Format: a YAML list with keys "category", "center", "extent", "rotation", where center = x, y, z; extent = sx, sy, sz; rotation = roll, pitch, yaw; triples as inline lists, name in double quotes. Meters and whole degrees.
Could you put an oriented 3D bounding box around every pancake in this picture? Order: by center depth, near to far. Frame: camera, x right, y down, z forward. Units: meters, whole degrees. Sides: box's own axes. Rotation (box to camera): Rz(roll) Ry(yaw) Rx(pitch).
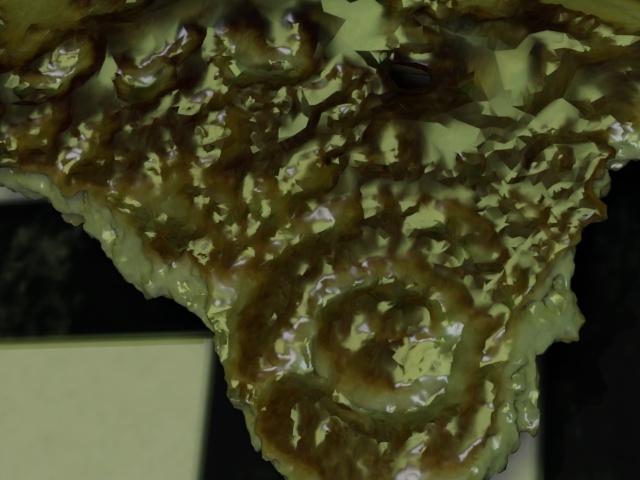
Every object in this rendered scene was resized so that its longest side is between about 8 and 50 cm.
- category: "pancake"
  center: [0.000, 0.000, 0.631]
  extent: [0.266, 0.057, 0.244]
  rotation: [-10, 70, 16]
